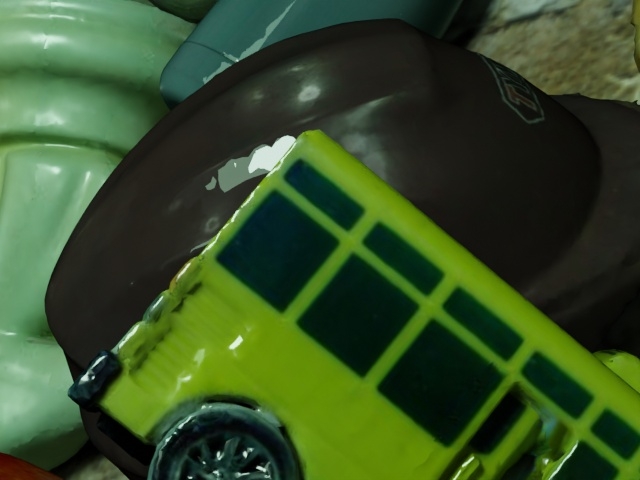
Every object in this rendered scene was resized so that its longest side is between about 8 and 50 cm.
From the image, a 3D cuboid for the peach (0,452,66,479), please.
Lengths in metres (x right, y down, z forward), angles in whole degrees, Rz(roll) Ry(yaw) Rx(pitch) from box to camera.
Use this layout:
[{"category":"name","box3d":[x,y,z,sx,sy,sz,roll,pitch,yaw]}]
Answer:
[{"category":"peach","box3d":[-0.144,0.219,0.663,0.274,0.245,0.248,-134,40,-64]}]

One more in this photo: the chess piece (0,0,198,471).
[{"category":"chess piece","box3d":[-0.161,0.010,0.940,0.176,0.176,0.298,-4,71,43]}]

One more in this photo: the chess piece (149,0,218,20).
[{"category":"chess piece","box3d":[-0.026,-0.237,0.955,0.243,0.133,0.133,-47,37,-14]}]

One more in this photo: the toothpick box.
[{"category":"toothpick box","box3d":[0.006,-0.122,0.878,0.184,0.120,0.120,-55,38,-7]}]

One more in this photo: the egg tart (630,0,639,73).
[{"category":"egg tart","box3d":[0.299,-0.187,0.587,0.443,0.178,0.443,-26,44,27]}]

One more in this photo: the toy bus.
[{"category":"toy bus","box3d":[0.052,0.092,0.548,0.150,0.262,0.128,-51,0,-9]}]

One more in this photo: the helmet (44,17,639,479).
[{"category":"helmet","box3d":[0.000,0.000,0.715,0.305,0.177,0.225,-46,25,11]}]

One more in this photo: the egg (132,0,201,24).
[{"category":"egg","box3d":[-0.129,-0.200,1.059,0.182,0.141,0.141,15,71,33]}]
